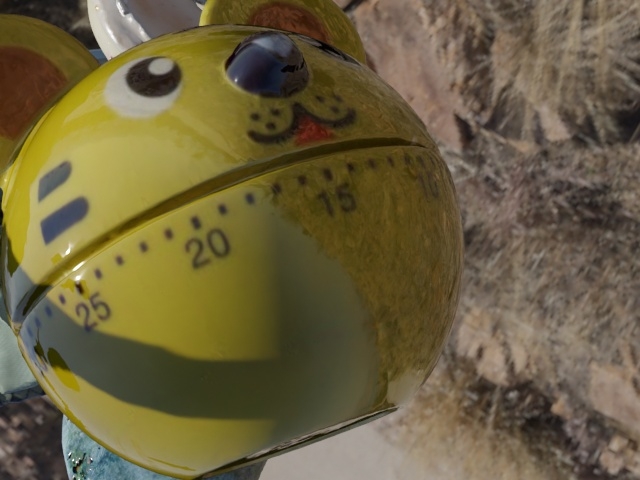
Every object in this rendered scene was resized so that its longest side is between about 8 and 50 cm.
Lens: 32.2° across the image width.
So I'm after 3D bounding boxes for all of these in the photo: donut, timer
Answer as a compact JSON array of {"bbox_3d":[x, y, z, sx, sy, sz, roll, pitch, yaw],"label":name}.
[{"bbox_3d":[-0.205,-0.363,1.815,0.382,0.383,0.142,41,140,-3],"label":"donut"},{"bbox_3d":[-0.080,-0.030,0.828,0.376,0.376,0.387,-40,68,52],"label":"timer"}]

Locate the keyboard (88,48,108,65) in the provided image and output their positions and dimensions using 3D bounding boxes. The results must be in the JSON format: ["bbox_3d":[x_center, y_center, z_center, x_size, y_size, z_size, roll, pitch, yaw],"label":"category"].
[{"bbox_3d":[-0.426,-0.340,2.125,0.176,0.014,0.055,-5,112,3],"label":"keyboard"}]

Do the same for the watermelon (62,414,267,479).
[{"bbox_3d":[-0.130,0.162,1.109,0.188,0.322,0.175,40,120,-18],"label":"watermelon"}]

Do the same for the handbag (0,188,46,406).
[{"bbox_3d":[-0.302,0.055,1.344,0.416,0.180,0.317,-12,98,13],"label":"handbag"}]
